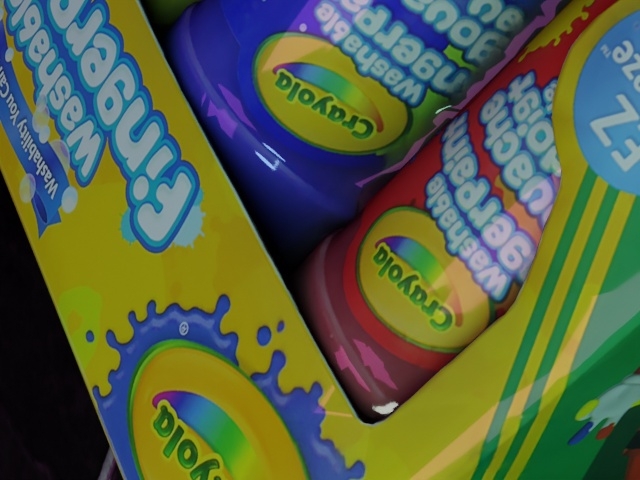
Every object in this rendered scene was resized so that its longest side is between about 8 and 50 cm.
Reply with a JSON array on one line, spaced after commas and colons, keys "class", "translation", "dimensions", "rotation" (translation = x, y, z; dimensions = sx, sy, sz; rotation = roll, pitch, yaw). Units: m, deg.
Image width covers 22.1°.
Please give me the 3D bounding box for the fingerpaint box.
[{"class": "fingerpaint box", "translation": [0.034, -0.094, 0.714], "dimensions": [0.371, 0.163, 0.445], "rotation": [-45, 53, 25]}]
